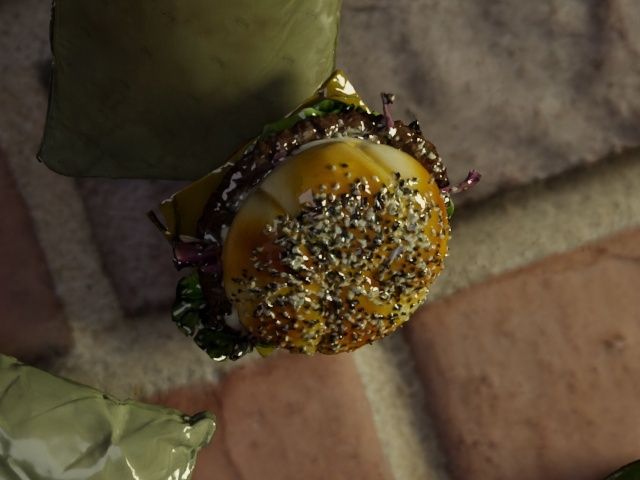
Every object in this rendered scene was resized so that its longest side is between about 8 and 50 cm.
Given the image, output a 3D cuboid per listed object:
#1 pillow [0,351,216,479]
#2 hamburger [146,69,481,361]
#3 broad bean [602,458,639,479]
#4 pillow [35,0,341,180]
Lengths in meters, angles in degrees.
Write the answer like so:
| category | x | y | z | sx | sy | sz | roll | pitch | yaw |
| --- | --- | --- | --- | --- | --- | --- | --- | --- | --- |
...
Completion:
| category | x | y | z | sx | sy | sz | roll | pitch | yaw |
| --- | --- | --- | --- | --- | --- | --- | --- | --- | --- |
| pillow | -0.235 | 0.197 | 1.103 | 0.274 | 0.076 | 0.281 | 19 | 98 | 3 |
| hamburger | -0.002 | 0.004 | 1.025 | 0.189 | 0.093 | 0.164 | -44 | 127 | 10 |
| broad bean | 0.252 | 0.166 | 1.072 | 0.195 | 0.046 | 0.061 | 6 | 108 | 9 |
| pillow | -0.075 | -0.158 | 1.023 | 0.184 | 0.075 | 0.303 | 6 | 116 | 4 |
